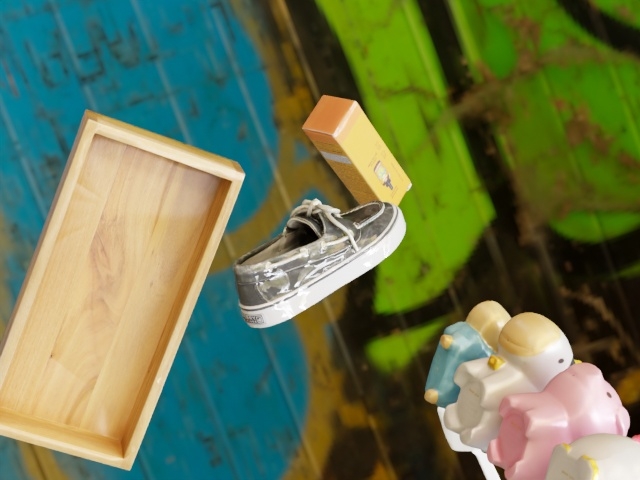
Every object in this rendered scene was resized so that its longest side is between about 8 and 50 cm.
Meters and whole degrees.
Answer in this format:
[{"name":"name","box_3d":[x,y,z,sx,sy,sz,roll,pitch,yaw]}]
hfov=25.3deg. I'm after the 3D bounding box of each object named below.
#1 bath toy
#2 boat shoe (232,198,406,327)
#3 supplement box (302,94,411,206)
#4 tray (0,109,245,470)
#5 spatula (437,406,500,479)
[{"name":"bath toy","box_3d":[0.232,0.175,1.388,0.129,0.151,0.348,12,-164,-24]},{"name":"boat shoe","box_3d":[-0.003,0.000,1.864,0.306,0.105,0.113,-31,-156,-36]},{"name":"supplement box","box_3d":[0.063,-0.138,2.364,0.080,0.233,0.078,14,-116,41]},{"name":"tray","box_3d":[-0.264,0.065,1.769,0.203,0.411,0.076,19,-169,-17]},{"name":"spatula","box_3d":[0.242,0.235,1.666,0.168,0.242,0.019,-31,-145,-7]}]
